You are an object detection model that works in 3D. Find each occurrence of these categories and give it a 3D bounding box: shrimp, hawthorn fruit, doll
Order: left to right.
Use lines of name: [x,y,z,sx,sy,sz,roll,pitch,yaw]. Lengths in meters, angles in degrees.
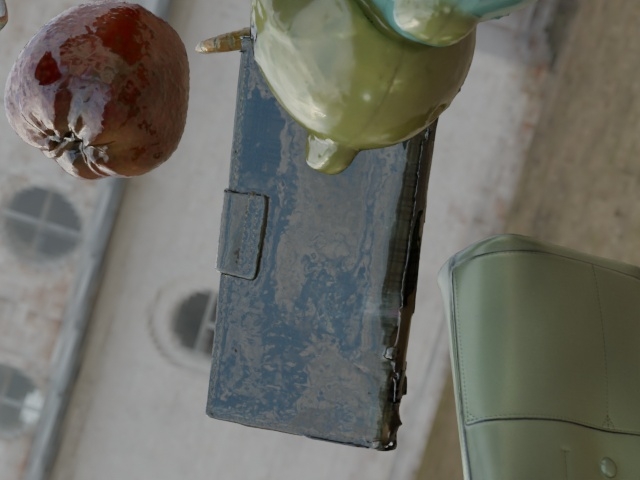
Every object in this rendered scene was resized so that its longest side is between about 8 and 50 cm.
hawthorn fruit: [-0.185,-0.156,1.536,0.162,0.162,0.203,106,-174,-60]
shrimp: [-0.082,-0.218,1.855,0.059,0.108,0.023,-102,3,-86]
doll: [0.051,-0.172,1.118,0.260,0.161,0.177,-47,37,48]

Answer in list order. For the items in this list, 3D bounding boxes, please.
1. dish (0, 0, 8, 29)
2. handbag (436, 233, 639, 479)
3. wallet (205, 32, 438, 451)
dish: [-0.374,-0.185,1.364,0.154,0.234,0.064,-121,41,-58]
handbag: [0.195,0.159,1.344,0.109,0.241,0.315,-35,52,46]
wallet: [0.000,0.000,1.365,0.044,0.169,0.317,-23,-60,-72]
